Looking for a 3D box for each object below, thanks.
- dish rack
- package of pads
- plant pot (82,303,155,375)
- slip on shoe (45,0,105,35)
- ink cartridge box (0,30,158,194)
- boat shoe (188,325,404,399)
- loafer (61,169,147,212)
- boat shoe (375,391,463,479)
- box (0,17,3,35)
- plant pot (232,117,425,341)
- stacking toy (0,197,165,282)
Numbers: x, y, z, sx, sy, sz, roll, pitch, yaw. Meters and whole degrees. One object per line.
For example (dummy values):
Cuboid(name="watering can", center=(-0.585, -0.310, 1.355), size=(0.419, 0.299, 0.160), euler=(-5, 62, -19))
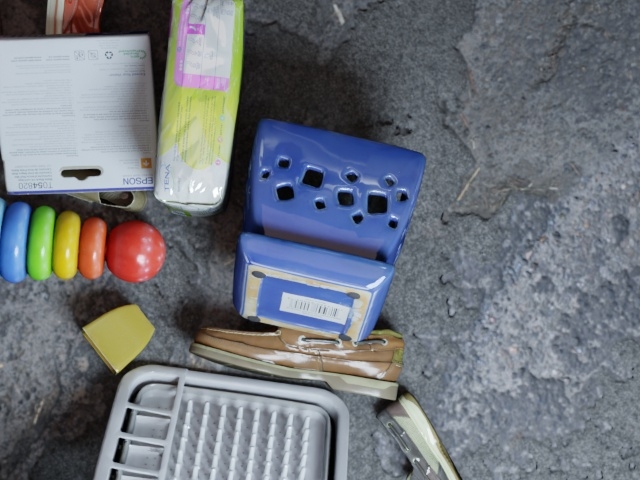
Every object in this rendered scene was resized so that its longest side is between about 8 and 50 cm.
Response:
Cuboid(name="dish rack", center=(-0.131, 0.308, 1.661), size=(0.333, 0.285, 0.072), euler=(8, 127, -2))
Cuboid(name="package of pads", center=(-0.161, -0.184, 1.668), size=(0.101, 0.229, 0.296), euler=(5, 88, -2))
Cuboid(name="plant pot", center=(-0.284, 0.135, 1.727), size=(0.083, 0.081, 0.081), euler=(-38, 90, -15))
Cuboid(name="slip on shoe", center=(-0.334, -0.402, 1.728), size=(0.101, 0.123, 0.331), euler=(3, 93, -9))
Cuboid(name="ink cartridge box", center=(-0.341, -0.179, 1.696), size=(0.223, 0.045, 0.224), euler=(-1, 108, -3))
Cuboid(name="boat shoe", center=(-0.031, 0.150, 1.729), size=(0.307, 0.111, 0.104), euler=(12, 83, -12))
Cuboid(name="loafer", center=(-0.322, -0.081, 1.745), size=(0.148, 0.050, 0.056), euler=(15, 87, -2))
Cuboid(name="boat shoe", center=(0.155, 0.329, 1.741), size=(0.073, 0.080, 0.223), euler=(-28, 84, 2))
Cuboid(name="box", center=(-0.521, -0.278, 1.653), size=(0.127, 0.232, 0.148), euler=(-6, 88, -2))
Cuboid(name="plant pot", center=(0.000, 0.000, 1.633), size=(0.236, 0.236, 0.212), euler=(13, 60, -1))
Cuboid(name="stacking toy", center=(-0.385, 0.008, 1.704), size=(0.330, 0.141, 0.141), euler=(6, 87, -7))
